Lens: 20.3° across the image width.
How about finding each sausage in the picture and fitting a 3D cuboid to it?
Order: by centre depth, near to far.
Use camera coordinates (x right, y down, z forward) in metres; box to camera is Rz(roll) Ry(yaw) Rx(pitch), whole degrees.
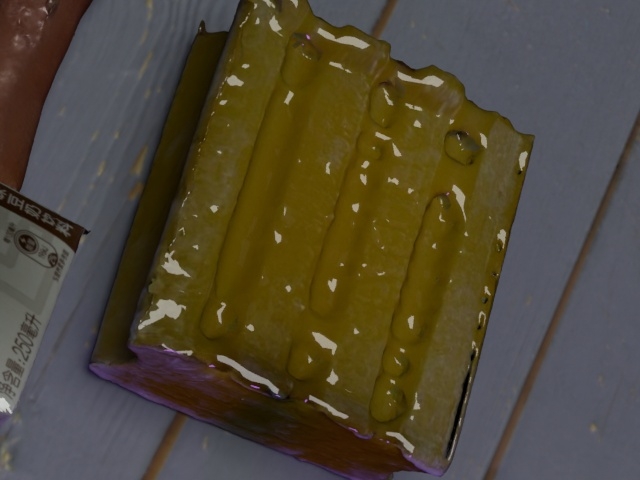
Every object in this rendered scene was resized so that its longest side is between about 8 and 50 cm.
[{"bbox_3d":[-0.229,-0.170,1.443,0.087,0.079,0.327,24,65,-8],"label":"sausage"}]

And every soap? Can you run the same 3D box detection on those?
[{"bbox_3d":[0.000,0.000,1.468,0.293,0.156,0.335,24,66,-22],"label":"soap"}]

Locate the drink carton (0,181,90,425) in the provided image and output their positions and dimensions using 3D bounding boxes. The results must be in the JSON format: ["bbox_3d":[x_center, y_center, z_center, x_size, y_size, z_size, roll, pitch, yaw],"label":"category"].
[{"bbox_3d":[-0.347,0.012,1.269,0.324,0.132,0.194,30,42,-16],"label":"drink carton"}]
